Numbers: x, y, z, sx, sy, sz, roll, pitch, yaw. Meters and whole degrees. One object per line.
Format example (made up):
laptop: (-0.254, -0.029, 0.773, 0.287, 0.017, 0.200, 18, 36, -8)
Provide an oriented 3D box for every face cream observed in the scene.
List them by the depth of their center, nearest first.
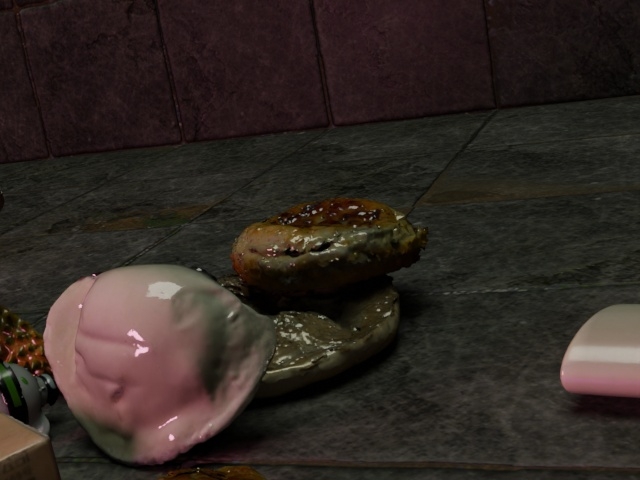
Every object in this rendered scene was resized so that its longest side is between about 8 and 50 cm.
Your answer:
face cream: (0.434, 0.114, 1.028, 0.349, 0.081, 0.173, 0, 18, 30)

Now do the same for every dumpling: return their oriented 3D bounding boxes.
dumpling: (-0.189, 0.138, 1.143, 0.175, 0.226, 0.243, 19, -12, -33)

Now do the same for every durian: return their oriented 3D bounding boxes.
durian: (-0.429, 0.161, 1.364, 0.132, 0.165, 0.182, 20, 19, -51)

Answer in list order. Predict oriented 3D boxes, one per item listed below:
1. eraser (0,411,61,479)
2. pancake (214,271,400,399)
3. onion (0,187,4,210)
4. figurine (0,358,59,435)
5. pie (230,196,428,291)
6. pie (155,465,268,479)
eraser: (-0.433, 0.277, 0.989, 0.343, 0.078, 0.144, -23, 20, -37)
pancake: (-0.080, 0.111, 1.357, 0.387, 0.082, 0.387, -4, 15, 1)
onion: (-0.495, -0.012, 1.243, 0.232, 0.313, 0.314, -18, 17, -11)
figurine: (-0.398, 0.196, 1.199, 0.192, 0.126, 0.147, -16, 51, -43)
pie: (0.000, 0.001, 1.433, 0.308, 0.085, 0.308, -6, 12, 1)
pie: (-0.092, 0.252, 0.872, 0.163, 0.078, 0.193, -8, 16, -7)
